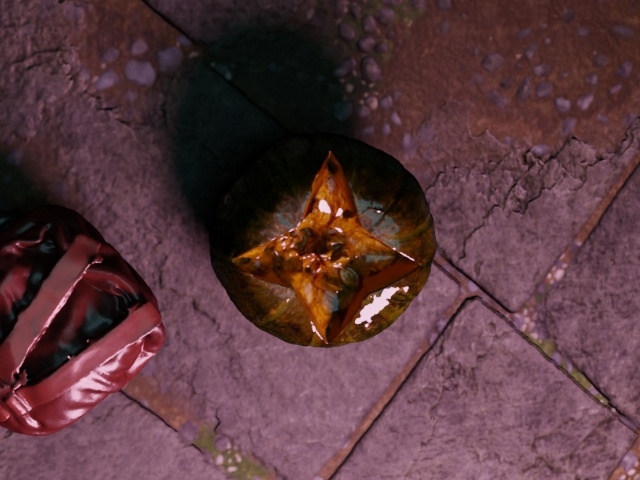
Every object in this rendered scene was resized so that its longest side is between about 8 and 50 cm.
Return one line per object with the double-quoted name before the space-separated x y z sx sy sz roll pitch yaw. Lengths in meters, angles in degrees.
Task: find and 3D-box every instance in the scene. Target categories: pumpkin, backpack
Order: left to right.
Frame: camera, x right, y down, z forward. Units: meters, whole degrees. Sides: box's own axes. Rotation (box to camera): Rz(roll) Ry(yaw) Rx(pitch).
"backpack" -0.276 0.089 1.545 0.229 0.139 0.229 -5 104 -22
"pumpkin" 0.001 -0.001 1.634 0.238 0.159 0.238 -1 110 -1
